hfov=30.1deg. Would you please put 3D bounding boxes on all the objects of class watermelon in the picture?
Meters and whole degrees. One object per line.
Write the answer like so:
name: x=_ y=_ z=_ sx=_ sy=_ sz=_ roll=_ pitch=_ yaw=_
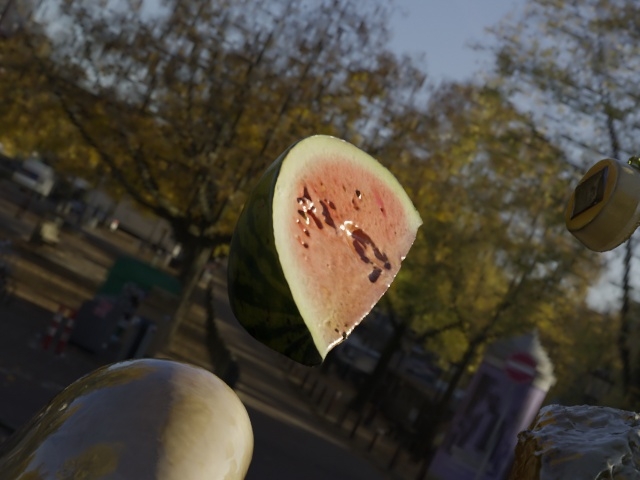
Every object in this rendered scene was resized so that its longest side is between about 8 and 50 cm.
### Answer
watermelon: x=-0.024 y=0.005 z=1.141 sx=0.159 sy=0.128 sz=0.303 roll=52 pitch=31 yaw=-8

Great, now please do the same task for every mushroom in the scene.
mushroom: x=-0.200 y=0.295 z=1.186 sx=0.294 sy=0.362 sz=0.362 roll=48 pitch=-4 yaw=-5

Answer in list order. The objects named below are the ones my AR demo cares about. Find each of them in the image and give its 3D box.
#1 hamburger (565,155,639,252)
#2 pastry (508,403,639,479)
hamburger: x=0.385 y=-0.049 z=1.567 sx=0.081 sy=0.126 sz=0.141 roll=27 pitch=42 yaw=-15
pastry: x=0.201 y=0.274 z=0.948 sx=0.136 sy=0.330 sz=0.329 roll=9 pitch=-6 yaw=14
